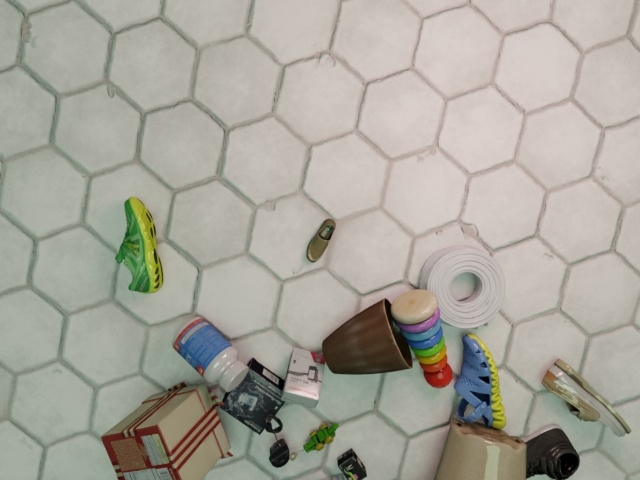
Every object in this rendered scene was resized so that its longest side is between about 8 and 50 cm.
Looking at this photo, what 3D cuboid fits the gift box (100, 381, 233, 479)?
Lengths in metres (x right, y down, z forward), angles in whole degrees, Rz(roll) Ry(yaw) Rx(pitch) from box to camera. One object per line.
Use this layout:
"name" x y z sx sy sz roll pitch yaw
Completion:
"gift box" -0.415 0.584 1.323 0.276 0.258 0.255 -14 97 20

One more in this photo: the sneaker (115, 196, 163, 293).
"sneaker" -0.553 0.018 1.347 0.123 0.109 0.296 -8 96 -5

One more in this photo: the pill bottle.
"pill bottle" -0.322 0.340 1.343 0.221 0.124 0.124 36 93 19

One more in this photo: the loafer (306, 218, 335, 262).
"loafer" 0.000 0.000 1.393 0.056 0.050 0.148 25 94 -4

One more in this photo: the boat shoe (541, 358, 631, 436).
"boat shoe" 0.839 0.518 1.445 0.302 0.113 0.103 44 94 6

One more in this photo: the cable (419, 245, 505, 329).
"cable" 0.438 0.144 1.401 0.257 0.089 0.257 13 95 -3

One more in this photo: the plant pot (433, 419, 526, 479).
"plant pot" 0.483 0.730 1.364 0.333 0.334 0.306 12 84 -3

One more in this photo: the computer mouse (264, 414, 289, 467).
"computer mouse" -0.142 0.620 1.410 0.071 0.041 0.242 -22 123 -24

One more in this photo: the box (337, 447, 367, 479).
"box" 0.101 0.732 1.464 0.062 0.052 0.083 -35 94 2

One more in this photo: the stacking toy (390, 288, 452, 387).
"stacking toy" 0.323 0.318 1.373 0.141 0.141 0.331 -22 112 0

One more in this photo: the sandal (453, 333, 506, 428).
"sandal" 0.483 0.450 1.419 0.138 0.126 0.318 -12 94 3

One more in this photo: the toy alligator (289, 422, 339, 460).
"toy alligator" -0.013 0.650 1.455 0.189 0.056 0.051 -37 136 2

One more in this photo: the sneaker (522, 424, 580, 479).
"sneaker" 0.678 0.714 1.434 0.295 0.147 0.105 -36 97 3

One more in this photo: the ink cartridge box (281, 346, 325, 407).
"ink cartridge box" -0.050 0.418 1.380 0.109 0.151 0.063 16 136 -4

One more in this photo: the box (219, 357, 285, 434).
"box" -0.200 0.484 1.411 0.156 0.093 0.158 36 94 -5

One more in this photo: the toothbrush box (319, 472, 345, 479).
"toothbrush box" -0.045 0.873 1.390 0.295 0.216 0.126 -16 96 0

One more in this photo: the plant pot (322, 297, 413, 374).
"plant pot" 0.129 0.315 1.364 0.230 0.215 0.216 -23 96 14
